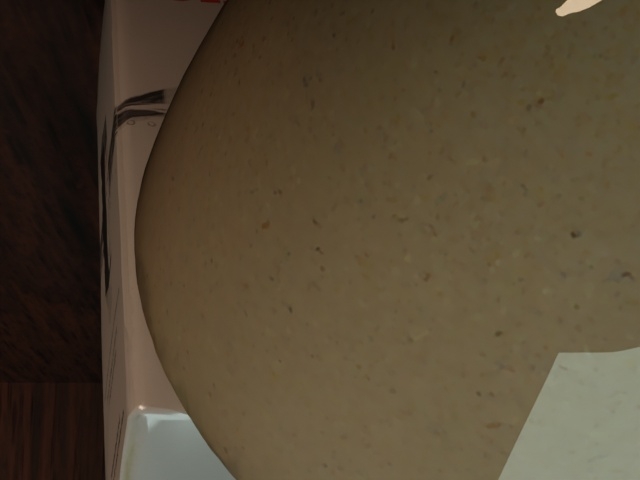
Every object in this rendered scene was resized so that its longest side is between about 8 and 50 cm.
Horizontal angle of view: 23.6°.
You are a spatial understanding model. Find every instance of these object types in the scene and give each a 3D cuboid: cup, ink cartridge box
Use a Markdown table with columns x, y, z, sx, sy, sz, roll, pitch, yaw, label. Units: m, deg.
| x | y | z | sx | sy | sz | roll | pitch | yaw | label |
| --- | --- | --- | --- | --- | --- | --- | --- | --- | --- |
| 0.114 | -0.057 | 0.542 | 0.331 | 0.331 | 0.237 | 3 | 140 | -14 | cup |
| 0.000 | 0.000 | 0.702 | 0.197 | 0.273 | 0.114 | 3 | 139 | -13 | ink cartridge box |
